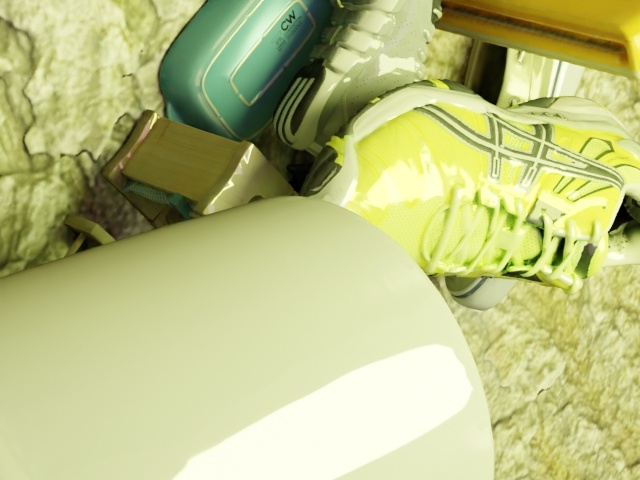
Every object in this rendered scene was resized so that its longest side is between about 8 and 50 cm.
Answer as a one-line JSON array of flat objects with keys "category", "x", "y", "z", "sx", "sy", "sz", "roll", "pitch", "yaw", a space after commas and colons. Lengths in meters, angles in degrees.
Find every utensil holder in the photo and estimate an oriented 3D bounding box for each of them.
[{"category": "utensil holder", "x": -0.127, "y": 0.162, "z": 1.239, "sx": 0.385, "sy": 0.327, "sz": 0.327, "roll": -20, "pitch": 118, "yaw": -43}]

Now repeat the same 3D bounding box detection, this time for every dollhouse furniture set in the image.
[{"category": "dollhouse furniture set", "x": -0.110, "y": 0.022, "z": 1.480, "sx": 0.183, "sy": 0.129, "sz": 0.129, "roll": -56, "pitch": 133, "yaw": -14}]

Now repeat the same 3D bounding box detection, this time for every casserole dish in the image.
[{"category": "casserole dish", "x": -0.048, "y": -0.151, "z": 1.541, "sx": 0.188, "sy": 0.037, "sz": 0.114, "roll": -52, "pitch": 133, "yaw": -17}]

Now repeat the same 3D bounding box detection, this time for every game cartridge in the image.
[{"category": "game cartridge", "x": 0.253, "y": -0.254, "z": 1.605, "sx": 0.324, "sy": 0.285, "sz": 0.052, "roll": -38, "pitch": 127, "yaw": -27}]

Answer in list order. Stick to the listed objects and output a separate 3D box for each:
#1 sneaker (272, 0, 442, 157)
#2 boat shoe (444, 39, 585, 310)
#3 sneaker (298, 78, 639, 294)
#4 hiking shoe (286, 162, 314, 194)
[{"category": "sneaker", "x": 0.071, "y": -0.147, "z": 1.545, "sx": 0.132, "sy": 0.086, "sz": 0.228, "roll": 34, "pitch": 91, "yaw": -21}, {"category": "boat shoe", "x": 0.153, "y": -0.091, "z": 1.715, "sx": 0.094, "sy": 0.109, "sz": 0.302, "roll": 19, "pitch": 84, "yaw": -28}, {"category": "sneaker", "x": 0.142, "y": -0.032, "z": 1.493, "sx": 0.385, "sy": 0.147, "sz": 0.145, "roll": -10, "pitch": 130, "yaw": -41}, {"category": "hiking shoe", "x": 0.000, "y": 0.000, "z": 1.612, "sx": 0.132, "sy": 0.113, "sz": 0.304, "roll": 45, "pitch": 74, "yaw": -14}]
